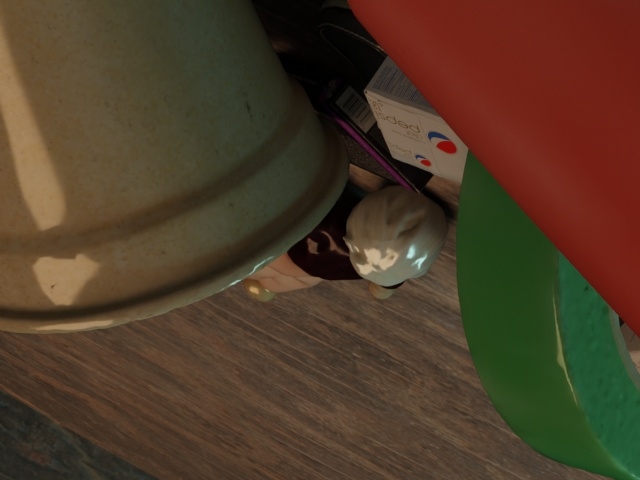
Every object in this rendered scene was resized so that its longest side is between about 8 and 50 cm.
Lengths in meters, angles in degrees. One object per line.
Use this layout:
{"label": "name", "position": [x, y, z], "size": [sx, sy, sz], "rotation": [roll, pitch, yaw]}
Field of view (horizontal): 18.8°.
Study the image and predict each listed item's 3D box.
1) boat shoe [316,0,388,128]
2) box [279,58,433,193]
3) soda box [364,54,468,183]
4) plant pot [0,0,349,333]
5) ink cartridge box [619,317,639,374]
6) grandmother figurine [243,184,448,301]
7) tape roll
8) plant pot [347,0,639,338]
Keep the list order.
{"label": "boat shoe", "position": [0.075, -0.111, 1.516], "size": [0.206, 0.065, 0.075], "rotation": [36, 163, -6]}
{"label": "box", "position": [0.019, -0.100, 1.626], "size": [0.116, 0.029, 0.162], "rotation": [43, 172, -28]}
{"label": "soda box", "position": [0.115, -0.140, 1.160], "size": [0.069, 0.216, 0.074], "rotation": [23, 158, 29]}
{"label": "plant pot", "position": [-0.176, -0.149, 1.445], "size": [0.333, 0.334, 0.305], "rotation": [13, 130, 44]}
{"label": "ink cartridge box", "position": [0.305, 0.110, 1.636], "size": [0.172, 0.100, 0.237], "rotation": [39, 159, -17]}
{"label": "grandmother figurine", "position": [0.000, 0.000, 1.861], "size": [0.207, 0.104, 0.342], "rotation": [12, 169, -31]}
{"label": "tape roll", "position": [0.215, -0.014, 1.153], "size": [0.077, 0.321, 0.321], "rotation": [12, 151, 46]}
{"label": "plant pot", "position": [0.160, -0.095, 0.763], "size": [0.243, 0.275, 0.275], "rotation": [39, 162, 11]}
